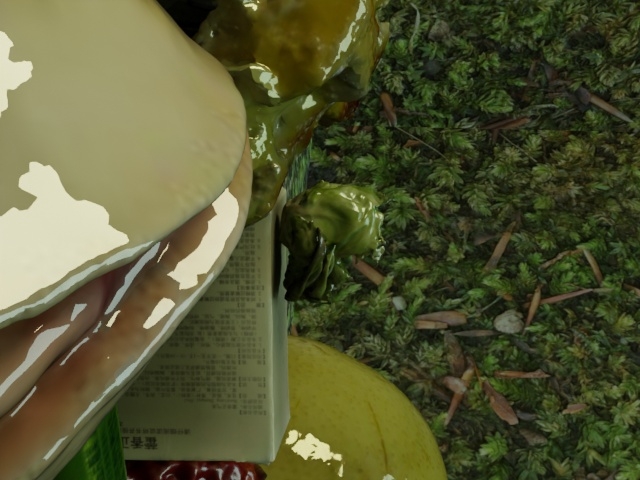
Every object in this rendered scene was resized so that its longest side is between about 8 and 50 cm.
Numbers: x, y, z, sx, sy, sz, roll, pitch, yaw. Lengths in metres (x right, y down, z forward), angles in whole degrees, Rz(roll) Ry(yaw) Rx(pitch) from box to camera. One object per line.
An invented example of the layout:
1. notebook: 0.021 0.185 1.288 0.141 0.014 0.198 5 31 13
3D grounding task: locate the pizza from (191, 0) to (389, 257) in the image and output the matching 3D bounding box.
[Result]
1. pizza: -0.019 -0.090 0.727 0.223 0.089 0.323 -57 180 28

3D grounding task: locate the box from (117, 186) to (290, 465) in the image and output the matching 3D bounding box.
1. box: -0.128 0.052 0.863 0.095 0.212 0.168 -66 157 -79

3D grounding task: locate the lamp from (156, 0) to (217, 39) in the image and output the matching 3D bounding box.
1. lamp: -0.114 -0.222 0.782 0.265 0.233 0.233 -59 153 -54

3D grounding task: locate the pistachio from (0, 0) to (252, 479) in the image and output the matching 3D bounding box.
1. pistachio: -0.150 0.000 0.469 0.309 0.230 0.229 -59 154 -50

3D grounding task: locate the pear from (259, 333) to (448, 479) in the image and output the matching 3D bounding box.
1. pear: -0.043 0.252 1.266 0.348 0.348 0.348 2 90 -86

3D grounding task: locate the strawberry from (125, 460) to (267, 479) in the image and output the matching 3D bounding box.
1. strawberry: -0.155 0.210 0.944 0.244 0.205 0.205 -34 129 -55

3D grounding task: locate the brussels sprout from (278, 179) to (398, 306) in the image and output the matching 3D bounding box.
1. brussels sprout: 0.000 0.000 0.826 0.085 0.058 0.085 -48 -148 43

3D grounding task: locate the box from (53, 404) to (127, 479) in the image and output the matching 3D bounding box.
1. box: -0.179 0.063 0.728 0.097 0.134 0.345 -78 169 -54
